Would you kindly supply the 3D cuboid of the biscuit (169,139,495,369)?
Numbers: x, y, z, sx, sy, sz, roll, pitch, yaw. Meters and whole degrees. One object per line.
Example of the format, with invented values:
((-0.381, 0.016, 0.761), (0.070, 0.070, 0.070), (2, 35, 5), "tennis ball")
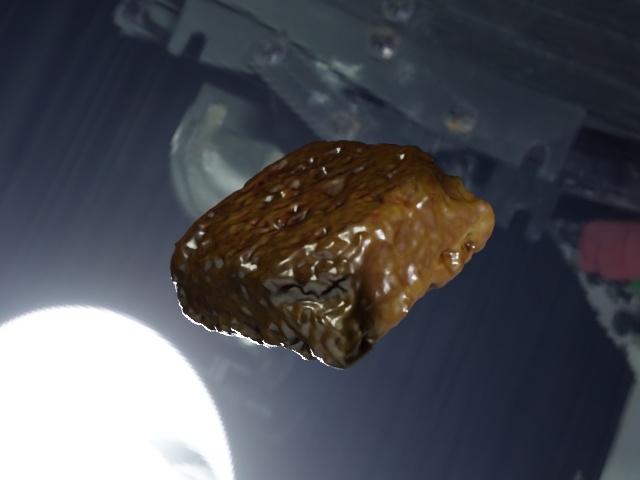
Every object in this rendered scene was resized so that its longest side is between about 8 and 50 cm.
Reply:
((0.000, 0.000, 1.780), (0.395, 0.342, 0.166), (9, -51, 49), "biscuit")
